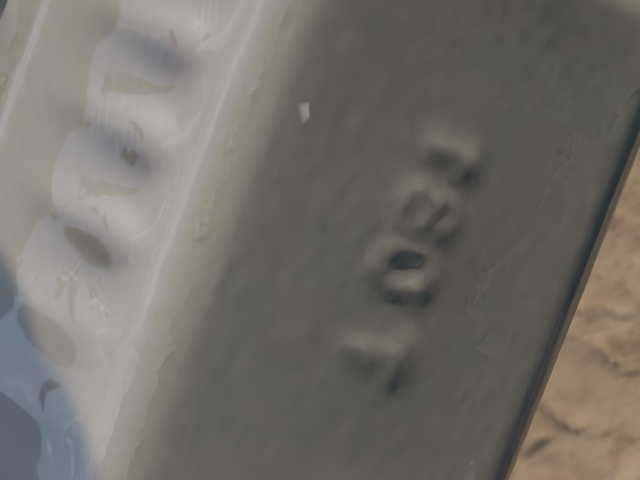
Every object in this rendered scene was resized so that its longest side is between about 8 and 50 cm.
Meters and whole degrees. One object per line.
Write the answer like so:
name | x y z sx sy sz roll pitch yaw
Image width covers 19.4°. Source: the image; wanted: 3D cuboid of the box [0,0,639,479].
box | 0.000 0.000 0.608 0.106 0.264 0.337 30 102 53
